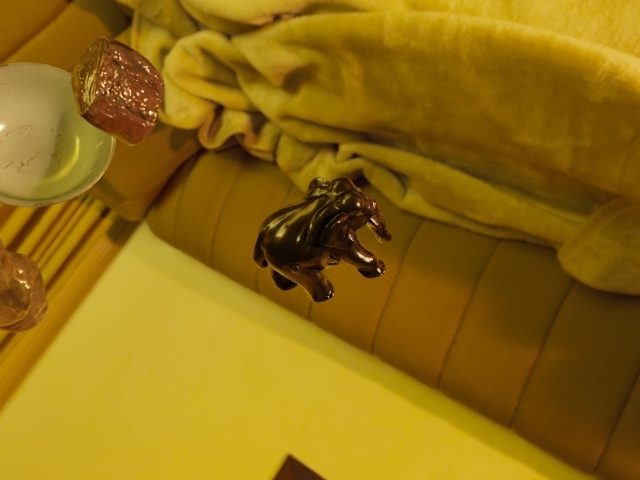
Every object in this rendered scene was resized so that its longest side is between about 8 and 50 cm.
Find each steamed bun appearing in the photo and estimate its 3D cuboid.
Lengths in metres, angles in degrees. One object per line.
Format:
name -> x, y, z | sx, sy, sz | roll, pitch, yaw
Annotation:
steamed bun -> -0.339, -0.257, 1.028 | 0.106, 0.175, 0.145 | -19, 149, 22

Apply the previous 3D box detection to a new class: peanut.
peanut -> -0.846, 0.099, 1.600 | 0.169, 0.192, 0.387 | 41, 159, 38
peanut -> -0.729, 0.126, 1.359 | 0.129, 0.129, 0.224 | 30, 163, 8

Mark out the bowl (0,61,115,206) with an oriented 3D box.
bowl -> -0.811, -0.263, 1.732 | 0.435, 0.434, 0.196 | 34, 152, -8

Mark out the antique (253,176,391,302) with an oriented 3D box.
antique -> 0.000, 0.000, 1.424 | 0.185, 0.322, 0.255 | -112, -1, -47
